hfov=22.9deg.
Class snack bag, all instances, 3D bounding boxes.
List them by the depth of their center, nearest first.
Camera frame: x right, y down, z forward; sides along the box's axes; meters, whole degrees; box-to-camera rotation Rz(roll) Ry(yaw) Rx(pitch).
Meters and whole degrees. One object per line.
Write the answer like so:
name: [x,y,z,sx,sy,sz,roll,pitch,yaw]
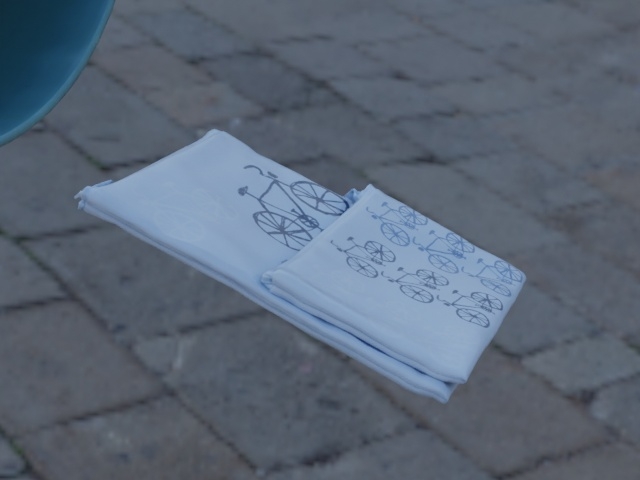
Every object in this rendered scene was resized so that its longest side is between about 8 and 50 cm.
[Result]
snack bag: [0.000,0.000,1.354,0.342,0.037,0.323,28,21,9]

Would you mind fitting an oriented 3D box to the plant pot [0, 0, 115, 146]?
plant pot: [-0.253,-0.182,0.672,0.235,0.293,0.293,3,22,27]
